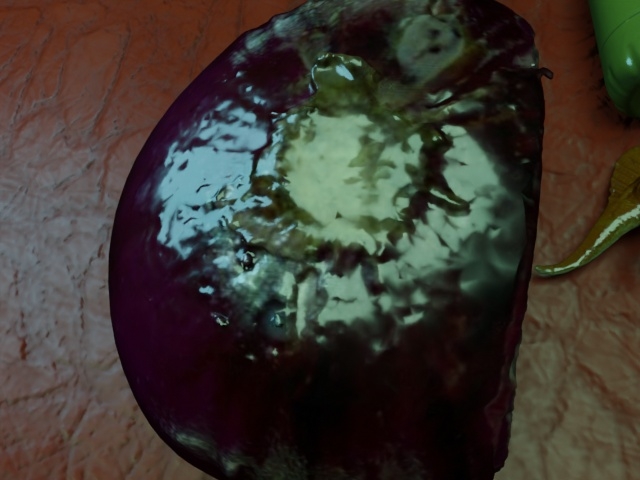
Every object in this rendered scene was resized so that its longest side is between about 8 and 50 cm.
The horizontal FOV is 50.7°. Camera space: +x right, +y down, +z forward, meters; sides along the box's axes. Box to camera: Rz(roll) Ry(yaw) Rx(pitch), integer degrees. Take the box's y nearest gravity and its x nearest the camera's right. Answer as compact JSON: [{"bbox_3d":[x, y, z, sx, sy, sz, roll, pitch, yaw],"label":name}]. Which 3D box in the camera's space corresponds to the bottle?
[{"bbox_3d":[0.290,-0.238,0.590,0.112,0.112,0.260,-3,67,6],"label":"bottle"}]

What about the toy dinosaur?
[{"bbox_3d":[0.278,-0.042,0.543,0.212,0.057,0.142,0,56,6],"label":"toy dinosaur"}]

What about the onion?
[{"bbox_3d":[0.000,0.000,0.449,0.260,0.282,0.337,5,82,12],"label":"onion"}]
